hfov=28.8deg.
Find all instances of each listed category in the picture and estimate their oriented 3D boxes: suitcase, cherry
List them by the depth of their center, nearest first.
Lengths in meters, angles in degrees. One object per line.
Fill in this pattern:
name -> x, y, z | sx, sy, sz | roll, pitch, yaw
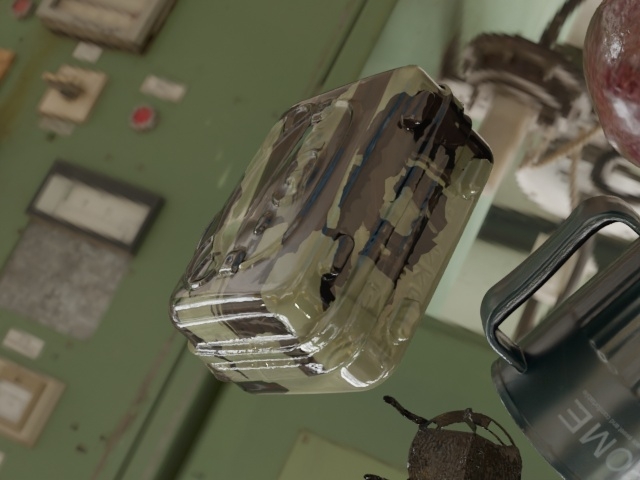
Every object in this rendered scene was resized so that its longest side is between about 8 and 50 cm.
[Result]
cherry -> 0.380, -0.180, 1.305 | 0.203, 0.230, 0.300 | -14, 154, 22
suitcase -> 0.000, 0.000, 1.338 | 0.194, 0.351, 0.339 | 43, 149, -25

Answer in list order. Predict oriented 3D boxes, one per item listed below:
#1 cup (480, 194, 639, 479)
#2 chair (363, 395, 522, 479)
cup -> 0.367, 0.115, 1.463 | 0.308, 0.292, 0.242 | 49, -161, 10
chair -> 0.194, 0.322, 1.829 | 0.149, 0.174, 0.213 | -2, 155, 39
